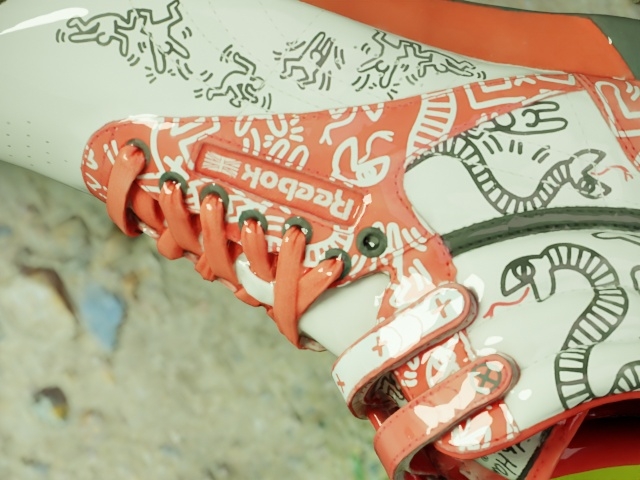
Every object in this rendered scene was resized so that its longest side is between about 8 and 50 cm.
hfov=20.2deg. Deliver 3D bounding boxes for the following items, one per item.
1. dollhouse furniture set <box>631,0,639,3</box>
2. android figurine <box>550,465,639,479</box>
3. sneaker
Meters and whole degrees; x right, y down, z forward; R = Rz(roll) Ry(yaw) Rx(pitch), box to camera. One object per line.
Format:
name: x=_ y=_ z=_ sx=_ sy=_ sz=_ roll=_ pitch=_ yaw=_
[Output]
dollhouse furniture set: x=0.207 y=-0.123 z=0.663 sx=0.123 sy=0.151 sz=0.144 roll=-27 pitch=86 yaw=-27
android figurine: x=0.135 y=0.103 z=0.615 sx=0.248 sy=0.056 sz=0.273 roll=-20 pitch=79 yaw=-26
sneaker: x=0.001 y=-0.001 z=0.540 sx=0.270 sy=0.090 sz=0.145 roll=6 pitch=62 yaw=-5
